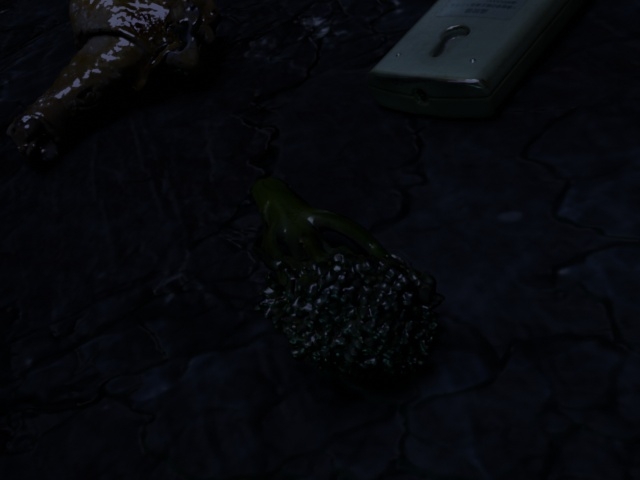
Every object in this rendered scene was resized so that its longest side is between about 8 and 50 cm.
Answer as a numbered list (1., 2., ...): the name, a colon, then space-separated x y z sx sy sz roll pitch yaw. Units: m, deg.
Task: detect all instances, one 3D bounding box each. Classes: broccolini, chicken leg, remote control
1. broccolini: 0.003 0.017 0.551 0.091 0.068 0.202 -14 19 -9
2. chicken leg: -0.170 -0.145 0.821 0.196 0.080 0.125 -29 48 -7
3. remote control: 0.132 -0.167 0.713 0.098 0.038 0.233 12 49 40
